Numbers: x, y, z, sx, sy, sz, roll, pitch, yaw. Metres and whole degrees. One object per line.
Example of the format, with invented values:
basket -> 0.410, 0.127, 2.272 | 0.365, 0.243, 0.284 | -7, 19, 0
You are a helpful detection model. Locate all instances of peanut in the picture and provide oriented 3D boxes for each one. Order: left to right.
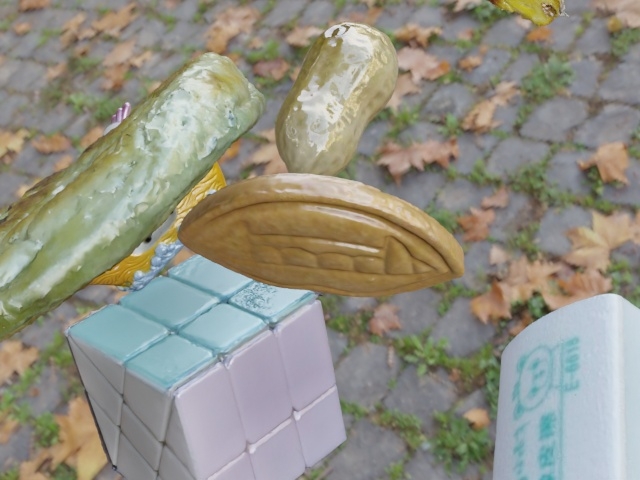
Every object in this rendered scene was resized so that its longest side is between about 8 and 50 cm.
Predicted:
peanut -> 0.018, -0.160, 1.209 | 0.120, 0.110, 0.236 | 3, 47, 27

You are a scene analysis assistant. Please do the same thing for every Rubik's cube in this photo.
Rubik's cube -> -0.130, 0.172, 1.266 | 0.225, 0.221, 0.231 | -31, 33, -33

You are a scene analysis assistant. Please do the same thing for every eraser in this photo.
eraser -> 0.270, 0.216, 1.151 | 0.189, 0.104, 0.290 | -44, 24, 43

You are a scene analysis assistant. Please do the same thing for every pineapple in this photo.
pineapple -> 0.230, -0.303, 1.247 | 0.116, 0.069, 0.137 | -4, 40, -26

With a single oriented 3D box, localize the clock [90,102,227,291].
clock -> -0.200, -0.038, 1.101 | 0.231, 0.144, 0.103 | -47, 9, 7

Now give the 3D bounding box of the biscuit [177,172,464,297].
biscuit -> 0.000, 0.000, 0.802 | 0.221, 0.142, 0.028 | 9, 58, 3

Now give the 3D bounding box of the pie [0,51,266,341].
pie -> -0.161, -0.021, 0.692 | 0.303, 0.067, 0.302 | -34, 14, 10
